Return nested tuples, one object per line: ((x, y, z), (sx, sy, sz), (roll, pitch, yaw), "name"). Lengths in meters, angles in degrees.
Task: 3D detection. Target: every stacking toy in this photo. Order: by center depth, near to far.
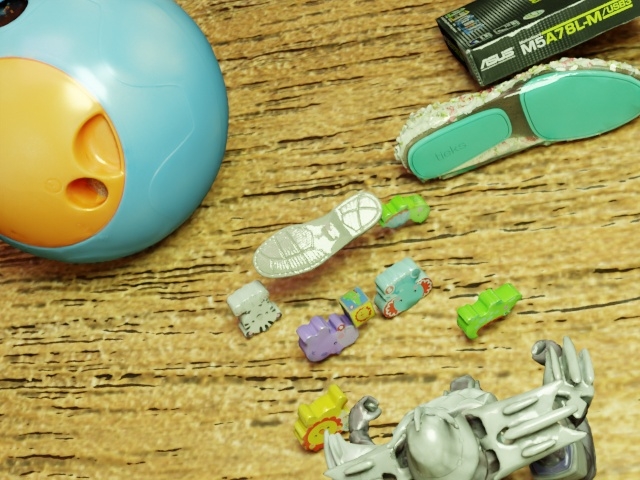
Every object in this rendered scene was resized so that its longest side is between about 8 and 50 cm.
((0.041, 0.063, 1.015), (0.221, 0.052, 0.167), (-32, 46, -7), "stacking toy")

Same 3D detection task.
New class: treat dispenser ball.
((-0.234, -0.121, 1.132), (0.288, 0.288, 0.288), (-13, 48, 15), "treat dispenser ball")

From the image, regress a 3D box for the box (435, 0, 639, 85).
((0.215, -0.222, 1.123), (0.184, 0.045, 0.190), (-26, 20, 6), "box")

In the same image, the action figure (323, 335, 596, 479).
((0.102, 0.127, 0.773), (0.185, 0.285, 0.099), (-13, 77, 19), "action figure")

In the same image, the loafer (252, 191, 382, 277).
((0.000, 0.000, 1.032), (0.125, 0.039, 0.045), (-28, 79, 0), "loafer")

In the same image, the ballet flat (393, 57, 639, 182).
((0.182, -0.126, 1.083), (0.241, 0.091, 0.077), (-15, 35, 10), "ballet flat")
